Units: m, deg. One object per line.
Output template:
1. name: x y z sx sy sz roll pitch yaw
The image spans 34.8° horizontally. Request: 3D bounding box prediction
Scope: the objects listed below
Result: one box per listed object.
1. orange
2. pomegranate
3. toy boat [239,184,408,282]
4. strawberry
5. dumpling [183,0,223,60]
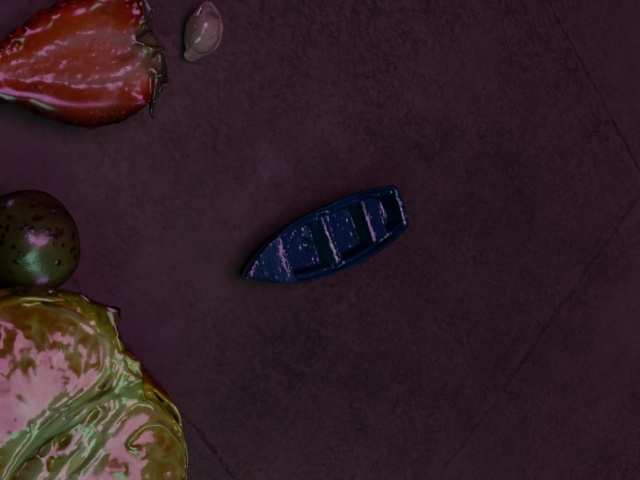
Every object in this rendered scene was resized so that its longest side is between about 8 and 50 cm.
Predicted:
1. orange: -0.310 0.217 1.115 0.334 0.196 0.262 53 45 -27
2. pomegranate: -0.334 0.002 1.151 0.130 0.130 0.130 3 85 -37
3. toy boat: 0.000 0.000 1.442 0.299 0.062 0.096 -24 102 -36
4. strawberry: -0.296 -0.203 1.219 0.228 0.098 0.174 -32 122 -22
5. dumpling: -0.153 -0.276 1.361 0.059 0.043 0.077 21 70 -57
